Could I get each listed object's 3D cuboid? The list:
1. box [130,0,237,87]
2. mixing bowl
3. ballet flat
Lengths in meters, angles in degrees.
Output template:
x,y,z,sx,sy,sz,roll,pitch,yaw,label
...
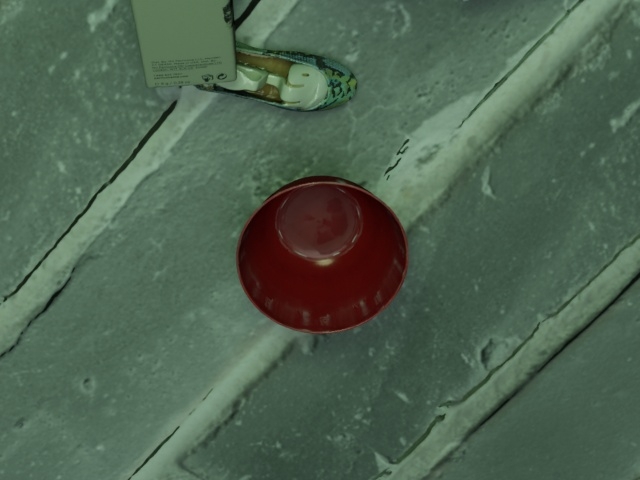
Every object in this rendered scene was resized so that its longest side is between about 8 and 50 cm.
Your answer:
x,y,z,sx,sy,sz,roll,pitch,yaw,label
-0.130,-0.264,1.168,0.094,0.113,0.275,-4,152,-3,box
0.000,0.000,1.386,0.181,0.098,0.181,-1,116,-2,mixing bowl
-0.053,-0.163,1.320,0.188,0.070,0.070,9,116,-8,ballet flat
